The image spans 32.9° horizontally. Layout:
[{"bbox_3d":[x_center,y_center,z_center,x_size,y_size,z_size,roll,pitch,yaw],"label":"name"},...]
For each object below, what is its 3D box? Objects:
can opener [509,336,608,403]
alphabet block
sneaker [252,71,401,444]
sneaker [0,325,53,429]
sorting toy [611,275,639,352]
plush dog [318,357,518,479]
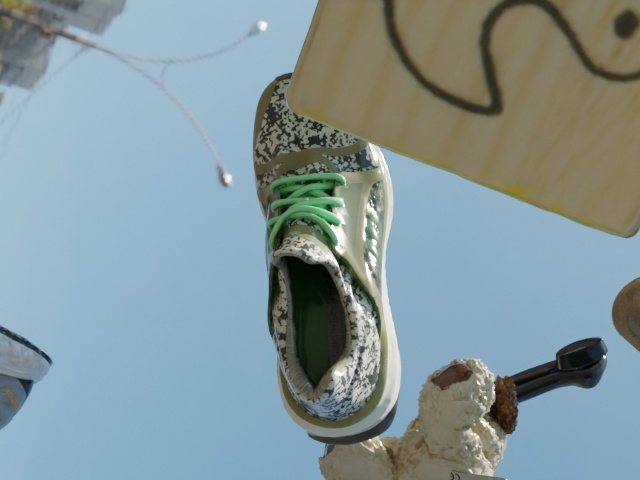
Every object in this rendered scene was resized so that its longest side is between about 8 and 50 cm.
[{"bbox_3d":[0.309,0.188,1.498,0.186,0.073,0.059,-22,-167,6],"label":"can opener"},{"bbox_3d":[0.112,-0.147,0.562,0.193,0.192,0.197,-62,172,-66],"label":"alphabet block"},{"bbox_3d":[0.000,0.000,1.125,0.182,0.158,0.410,53,26,-72],"label":"sneaker"},{"bbox_3d":[-0.370,0.091,0.951,0.100,0.271,0.108,11,-109,56],"label":"sneaker"},{"bbox_3d":[0.332,0.099,0.566,0.229,0.307,0.041,-31,-157,51],"label":"sorting toy"},{"bbox_3d":[0.165,0.281,1.400,0.262,0.225,0.210,-36,-101,23],"label":"plush dog"}]
